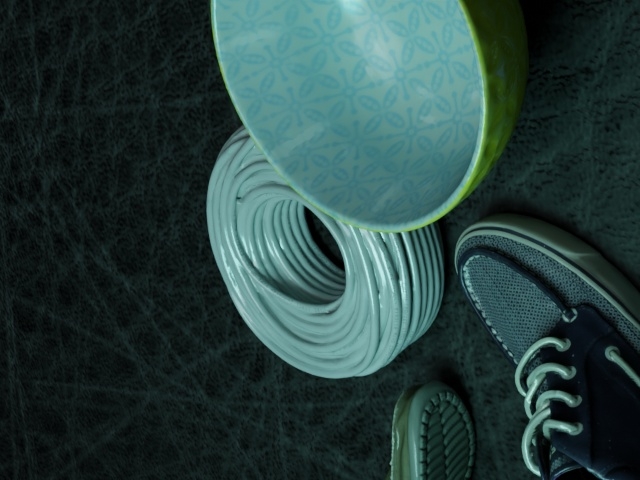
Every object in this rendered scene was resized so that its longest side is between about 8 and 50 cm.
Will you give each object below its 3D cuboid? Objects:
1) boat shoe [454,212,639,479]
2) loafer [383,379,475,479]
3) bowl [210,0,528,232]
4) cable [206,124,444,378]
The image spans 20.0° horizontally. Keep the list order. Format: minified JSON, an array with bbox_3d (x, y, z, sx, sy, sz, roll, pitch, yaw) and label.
[{"bbox_3d":[0.205,0.119,1.460,0.340,0.158,0.127,41,137,23],"label":"boat shoe"},{"bbox_3d":[0.088,0.238,1.715,0.087,0.094,0.251,20,127,34],"label":"loafer"},{"bbox_3d":[0.065,-0.167,1.439,0.289,0.156,0.290,26,131,35],"label":"bowl"},{"bbox_3d":[0.000,0.000,1.671,0.257,0.089,0.257,-26,94,52],"label":"cable"}]
